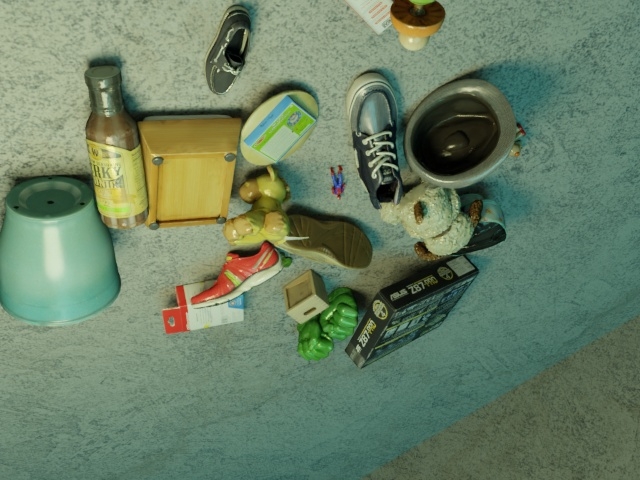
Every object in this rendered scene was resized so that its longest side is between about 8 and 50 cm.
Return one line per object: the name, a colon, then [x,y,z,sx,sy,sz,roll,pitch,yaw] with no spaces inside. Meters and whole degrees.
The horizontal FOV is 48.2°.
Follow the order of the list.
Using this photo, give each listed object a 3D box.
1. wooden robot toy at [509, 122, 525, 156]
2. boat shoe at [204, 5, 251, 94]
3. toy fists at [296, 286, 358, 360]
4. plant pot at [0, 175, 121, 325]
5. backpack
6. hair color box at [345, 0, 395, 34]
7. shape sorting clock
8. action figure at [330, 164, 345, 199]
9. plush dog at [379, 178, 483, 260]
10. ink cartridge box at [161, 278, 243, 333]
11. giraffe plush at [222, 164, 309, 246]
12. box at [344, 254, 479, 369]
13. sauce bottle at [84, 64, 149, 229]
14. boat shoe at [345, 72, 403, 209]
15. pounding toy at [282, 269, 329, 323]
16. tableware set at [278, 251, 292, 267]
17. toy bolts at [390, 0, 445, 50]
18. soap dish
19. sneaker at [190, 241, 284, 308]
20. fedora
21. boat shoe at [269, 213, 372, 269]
wooden robot toy: [0.507,-0.259,1.880,0.076,0.079,0.173,-32,142,17]
boat shoe: [-0.186,-0.369,1.449,0.075,0.065,0.206,1,139,-25]
toy fists: [0.020,0.276,2.289,0.096,0.142,0.279,18,129,-39]
plant pot: [-0.590,0.007,1.604,0.271,0.272,0.255,-5,126,-19]
backpack: [0.436,-0.048,2.052,0.188,0.145,0.166,-9,147,25]
hair color box: [0.099,-0.487,1.444,0.072,0.043,0.141,-36,139,21]
shape sorting clock: [-0.094,-0.255,1.627,0.206,0.040,0.206,-31,154,-17]
action figure: [0.045,-0.146,1.865,0.038,0.030,0.115,-19,145,-8]
plush dog: [0.315,-0.057,1.907,0.262,0.211,0.225,-38,118,21]
ink cartridge box: [-0.342,0.188,2.072,0.230,0.078,0.134,-9,141,-13]
giraffe plush: [-0.133,-0.086,1.722,0.210,0.171,0.181,1,167,-32]
box: [0.292,0.224,2.277,0.394,0.097,0.318,-21,148,-36]
sauce bottle: [-0.430,-0.190,1.493,0.111,0.111,0.345,-9,125,-13]
boat shoe: [0.144,-0.223,1.700,0.127,0.158,0.341,-17,143,-3]
pounding toy: [-0.049,0.177,2.161,0.141,0.130,0.100,-34,129,18]
tableware set: [-0.161,0.078,2.062,0.154,0.024,0.104,-28,145,10]
toy bolts: [0.147,-0.485,1.359,0.218,0.229,0.159,19,144,10]
soap dish: [-0.302,-0.149,1.633,0.228,0.118,0.291,-5,142,-19]
sneaker: [-0.240,0.096,1.969,0.278,0.118,0.107,-29,179,-9]
fedora: [0.341,-0.251,1.739,0.275,0.244,0.124,-36,169,17]
boat shoe: [0.000,0.000,1.976,0.341,0.122,0.110,20,166,-36]
